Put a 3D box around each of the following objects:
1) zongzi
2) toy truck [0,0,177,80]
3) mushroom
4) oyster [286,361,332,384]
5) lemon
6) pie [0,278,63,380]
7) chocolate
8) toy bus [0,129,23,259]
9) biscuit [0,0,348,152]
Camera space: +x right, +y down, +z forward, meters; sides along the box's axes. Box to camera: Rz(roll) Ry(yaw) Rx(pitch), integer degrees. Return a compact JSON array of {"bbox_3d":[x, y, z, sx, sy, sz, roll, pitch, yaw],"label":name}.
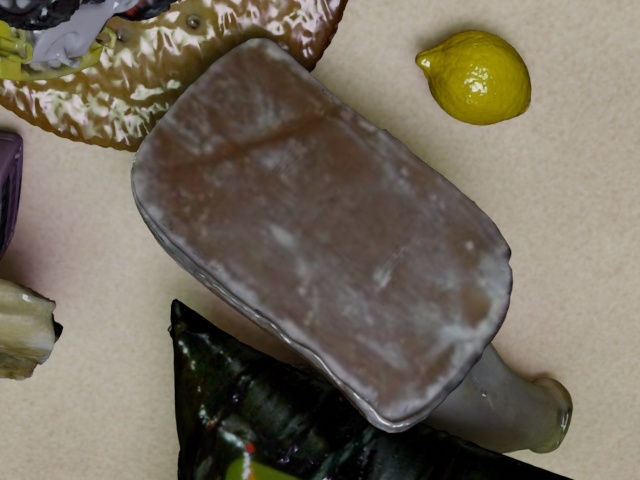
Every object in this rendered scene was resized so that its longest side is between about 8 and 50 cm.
[{"bbox_3d":[0.056,0.250,0.832,0.362,0.319,0.383,11,111,19],"label":"zongzi"},{"bbox_3d":[-0.145,-0.231,0.666,0.111,0.136,0.285,20,111,21],"label":"toy truck"},{"bbox_3d":[0.091,0.091,0.891,0.270,0.103,0.118,47,59,-24],"label":"mushroom"},{"bbox_3d":[-0.008,0.126,0.927,0.148,0.051,0.103,21,129,-14],"label":"oyster"},{"bbox_3d":[0.108,-0.114,0.821,0.092,0.065,0.065,21,111,-17],"label":"lemon"},{"bbox_3d":[-0.272,0.052,0.803,0.185,0.218,0.052,13,75,-13],"label":"pie"},{"bbox_3d":[-0.001,0.002,0.776,0.254,0.080,0.157,39,72,2],"label":"chocolate"},{"bbox_3d":[-0.308,-0.035,0.793,0.199,0.108,0.096,8,114,-9],"label":"toy bus"},{"bbox_3d":[-0.123,-0.199,0.774,0.305,0.038,0.305,-2,116,-3],"label":"biscuit"}]
